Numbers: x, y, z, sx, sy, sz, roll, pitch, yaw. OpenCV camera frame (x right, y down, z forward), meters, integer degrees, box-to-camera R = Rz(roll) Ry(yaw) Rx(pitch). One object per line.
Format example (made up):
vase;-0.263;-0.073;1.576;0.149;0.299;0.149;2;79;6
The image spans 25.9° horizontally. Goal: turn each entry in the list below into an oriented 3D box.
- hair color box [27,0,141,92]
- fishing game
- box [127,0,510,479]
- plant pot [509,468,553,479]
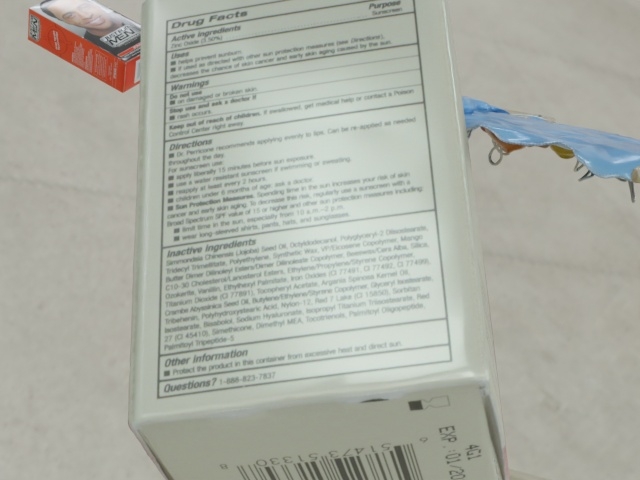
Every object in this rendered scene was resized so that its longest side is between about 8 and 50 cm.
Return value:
hair color box;-0.245;-0.220;1.522;0.141;0.043;0.072;29;42;21
fishing game;0.146;-0.050;0.821;0.189;0.041;0.264;5;12;-32
box;0.000;0.000;0.648;0.148;0.127;0.232;-8;56;8
plant pot;0.094;0.268;1.051;0.274;0.257;0.256;24;24;31
